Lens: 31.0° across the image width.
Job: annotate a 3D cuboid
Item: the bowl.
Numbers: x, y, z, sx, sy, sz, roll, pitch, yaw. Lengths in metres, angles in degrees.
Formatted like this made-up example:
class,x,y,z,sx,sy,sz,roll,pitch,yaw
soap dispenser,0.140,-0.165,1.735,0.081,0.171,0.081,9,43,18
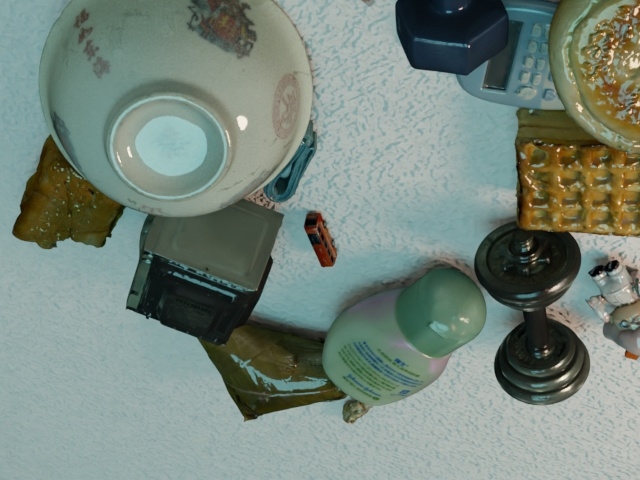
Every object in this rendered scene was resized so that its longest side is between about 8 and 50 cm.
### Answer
class,x,y,z,sx,sy,sz,roll,pitch,yaw
bowl,-0.220,-0.182,1.728,0.435,0.196,0.434,-1,121,-2

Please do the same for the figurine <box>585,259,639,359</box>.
class,x,y,z,sx,sy,sz,roll,pitch,yaw
figurine,0.544,0.128,2.001,0.137,0.112,0.229,-26,111,29

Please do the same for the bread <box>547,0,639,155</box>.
class,x,y,z,sx,sy,sz,roll,pitch,yaw
bread,0.449,-0.258,1.537,0.306,0.158,0.305,1,121,2

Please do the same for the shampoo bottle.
class,x,y,z,sx,sy,sz,roll,pitch,yaw
shampoo bottle,0.164,0.172,2.137,0.222,0.151,0.349,36,136,-13

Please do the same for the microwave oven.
class,x,y,z,sx,sy,sz,roll,pitch,yaw
microwave oven,-0.215,0.049,2.055,0.238,0.181,0.295,22,152,-6

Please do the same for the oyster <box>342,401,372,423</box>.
class,x,y,z,sx,sy,sz,roll,pitch,yaw
oyster,0.081,0.361,2.478,0.083,0.038,0.081,-33,151,10

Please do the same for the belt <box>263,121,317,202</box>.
class,x,y,z,sx,sy,sz,roll,pitch,yaw
belt,-0.067,-0.137,1.940,0.100,0.065,0.179,17,138,-14

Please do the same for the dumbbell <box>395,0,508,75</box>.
class,x,y,z,sx,sy,sz,roll,pitch,yaw
dumbbell,0.165,-0.369,1.473,0.144,0.160,0.324,36,152,33

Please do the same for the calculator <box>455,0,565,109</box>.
class,x,y,z,sx,sy,sz,roll,pitch,yaw
calculator,0.301,-0.271,1.681,0.303,0.042,0.188,12,140,4

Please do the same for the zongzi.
class,x,y,z,sx,sy,sz,roll,pitch,yaw
zongzi,-0.100,0.210,2.282,0.274,0.145,0.300,-14,124,25

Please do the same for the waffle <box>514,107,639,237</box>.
class,x,y,z,sx,sy,sz,roll,pitch,yaw
waffle,0.453,-0.105,1.781,0.308,0.091,0.213,3,137,13

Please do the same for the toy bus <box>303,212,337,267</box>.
class,x,y,z,sx,sy,sz,roll,pitch,yaw
toy bus,0.000,0.000,2.079,0.031,0.043,0.110,-4,136,22

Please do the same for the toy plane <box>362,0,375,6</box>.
class,x,y,z,sx,sy,sz,roll,pitch,yaw
toy plane,0.108,-0.395,1.601,0.078,0.053,0.197,32,133,-31

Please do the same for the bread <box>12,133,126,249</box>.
class,x,y,z,sx,sy,sz,roll,pitch,yaw
bread,-0.433,-0.076,2.059,0.185,0.109,0.380,17,153,-18

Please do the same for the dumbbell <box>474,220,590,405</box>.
class,x,y,z,sx,sy,sz,roll,pitch,yaw
dumbbell,0.372,0.128,1.999,0.179,0.179,0.406,0,137,18
